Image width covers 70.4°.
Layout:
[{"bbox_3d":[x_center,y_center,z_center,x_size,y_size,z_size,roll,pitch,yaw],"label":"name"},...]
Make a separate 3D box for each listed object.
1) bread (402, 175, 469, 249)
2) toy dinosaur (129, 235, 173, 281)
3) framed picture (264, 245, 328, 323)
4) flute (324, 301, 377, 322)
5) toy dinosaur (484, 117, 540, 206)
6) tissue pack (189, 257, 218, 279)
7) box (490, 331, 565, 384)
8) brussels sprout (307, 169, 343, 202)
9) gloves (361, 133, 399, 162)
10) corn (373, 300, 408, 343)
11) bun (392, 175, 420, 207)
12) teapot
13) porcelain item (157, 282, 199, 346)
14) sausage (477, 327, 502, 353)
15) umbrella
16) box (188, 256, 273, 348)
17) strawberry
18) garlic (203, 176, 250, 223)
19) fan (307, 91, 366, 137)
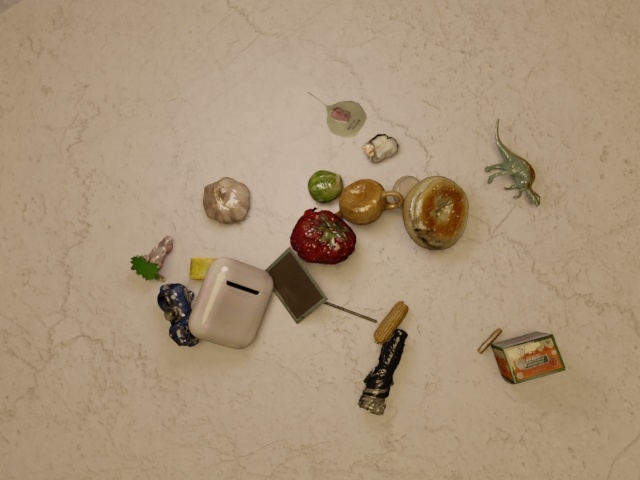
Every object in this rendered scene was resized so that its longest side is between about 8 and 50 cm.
[{"bbox_3d":[0.459,-0.111,1.852,0.306,0.159,0.305,-1,92,-22],"label":"bread"},{"bbox_3d":[-0.733,0.077,1.983,0.152,0.177,0.194,21,113,4],"label":"toy dinosaur"},{"bbox_3d":[-0.111,0.190,1.908,0.216,0.016,0.273,-42,79,31],"label":"framed picture"},{"bbox_3d":[0.112,0.297,1.920,0.270,0.014,0.014,19,84,8],"label":"flute"},{"bbox_3d":[0.785,-0.314,1.904,0.206,0.092,0.392,-10,79,4],"label":"toy dinosaur"},{"bbox_3d":[-0.475,0.126,1.980,0.176,0.062,0.095,1,82,7],"label":"tissue pack"},{"bbox_3d":[0.793,0.450,1.746,0.195,0.177,0.148,-17,81,3],"label":"box"},{"bbox_3d":[0.021,-0.233,1.956,0.155,0.117,0.155,-3,79,15],"label":"brussels sprout"},{"bbox_3d":[0.263,-0.406,1.981,0.153,0.070,0.114,-26,72,-5],"label":"gloves"},{"bbox_3d":[0.290,0.340,1.870,0.068,0.068,0.207,36,84,9],"label":"corn"},{"bbox_3d":[0.358,-0.207,1.934,0.138,0.094,0.138,-3,96,-26],"label":"bun"},{"bbox_3d":[0.199,-0.144,1.906,0.312,0.167,0.203,-9,51,22],"label":"teapot"},{"bbox_3d":[-0.600,0.314,1.904,0.138,0.186,0.287,-25,81,6],"label":"porcelain item"},{"bbox_3d":[0.689,0.407,1.842,0.024,0.024,0.132,43,89,10],"label":"sausage"},{"bbox_3d":[0.261,0.524,1.828,0.113,0.106,0.357,23,87,0],"label":"umbrella"},{"bbox_3d":[-0.364,0.260,1.870,0.289,0.141,0.348,23,84,-22],"label":"box"},{"bbox_3d":[0.000,0.000,1.885,0.274,0.220,0.274,13,46,-14],"label":"strawberry"},{"bbox_3d":[-0.414,-0.185,1.946,0.219,0.212,0.218,0,78,0],"label":"garlic"},{"bbox_3d":[0.060,-0.591,2.057,0.310,0.010,0.182,36,87,9],"label":"fan"}]
